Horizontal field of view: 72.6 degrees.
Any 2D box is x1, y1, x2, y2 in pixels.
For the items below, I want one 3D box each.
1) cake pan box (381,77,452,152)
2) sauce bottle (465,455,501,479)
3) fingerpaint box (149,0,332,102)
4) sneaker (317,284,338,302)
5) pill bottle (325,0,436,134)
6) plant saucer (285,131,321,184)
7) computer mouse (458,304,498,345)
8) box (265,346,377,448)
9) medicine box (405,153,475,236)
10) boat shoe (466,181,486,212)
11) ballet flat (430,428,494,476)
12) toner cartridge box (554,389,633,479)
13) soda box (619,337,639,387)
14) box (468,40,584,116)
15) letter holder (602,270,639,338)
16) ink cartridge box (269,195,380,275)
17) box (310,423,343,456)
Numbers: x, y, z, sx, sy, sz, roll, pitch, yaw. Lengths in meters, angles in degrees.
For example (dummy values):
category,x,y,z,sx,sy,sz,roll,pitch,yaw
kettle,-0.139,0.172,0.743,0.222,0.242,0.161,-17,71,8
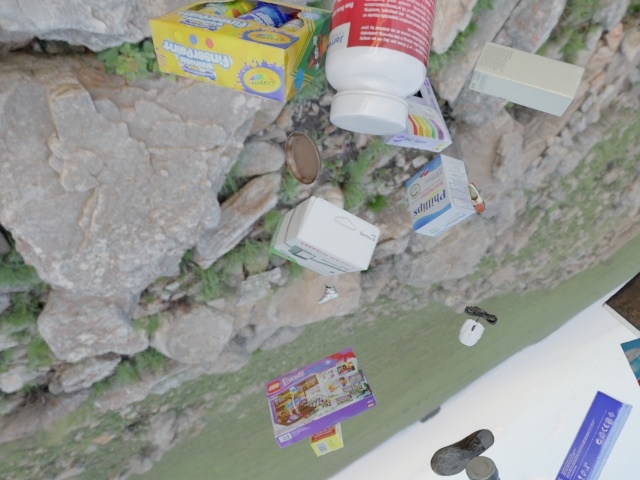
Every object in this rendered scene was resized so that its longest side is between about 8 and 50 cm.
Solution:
category,x,y,z,sx,sy,sz,roll,pitch,yaw
cake pan box,0.264,-0.405,1.327,0.245,0.267,0.070,2,156,-37
sauce bottle,0.433,0.664,1.017,0.111,0.345,0.111,-23,-168,5
fingerpaint box,-0.221,-0.623,1.354,0.163,0.444,0.371,93,23,-44
sneaker,0.023,0.217,1.809,0.098,0.069,0.038,-24,172,16
pill bottle,0.133,-0.458,0.968,0.229,0.228,0.409,6,92,-54
plant saucer,-0.050,-0.260,1.368,0.029,0.168,0.169,-26,155,-34
computer mouse,0.521,0.305,1.488,0.042,0.105,0.193,-45,152,-43
box,-0.006,0.449,1.269,0.293,0.201,0.057,-22,121,-4
medicine box,0.557,-0.208,2.060,0.149,0.290,0.263,12,150,-27
boat shoe,0.639,-0.174,1.791,0.049,0.137,0.043,-20,-175,35
ballet flat,0.447,0.671,1.384,0.249,0.084,0.058,-18,159,-24
toner cartridge box,0.822,0.633,1.322,0.165,0.075,0.348,25,91,-44
soda box,0.568,0.255,0.704,0.067,0.071,0.210,-31,-157,29
box,0.575,-0.458,1.233,0.113,0.274,0.094,-62,166,-12
letter holder,0.942,0.236,1.169,0.152,0.302,0.214,-46,151,9
ink cartridge box,0.000,0.000,1.211,0.289,0.211,0.122,-22,-135,68
box,0.011,0.538,1.340,0.087,0.232,0.058,-22,113,7
